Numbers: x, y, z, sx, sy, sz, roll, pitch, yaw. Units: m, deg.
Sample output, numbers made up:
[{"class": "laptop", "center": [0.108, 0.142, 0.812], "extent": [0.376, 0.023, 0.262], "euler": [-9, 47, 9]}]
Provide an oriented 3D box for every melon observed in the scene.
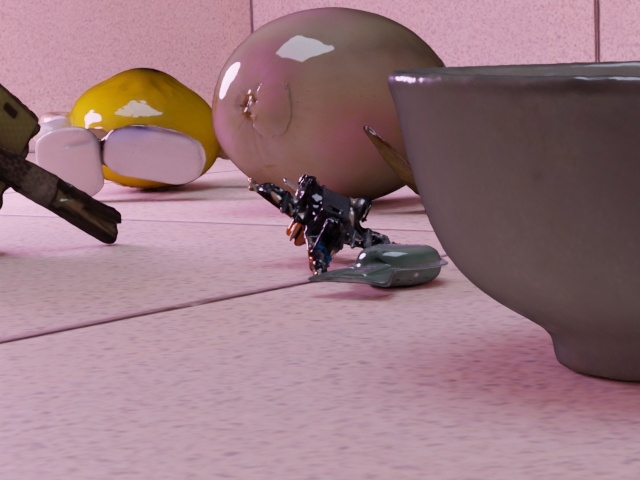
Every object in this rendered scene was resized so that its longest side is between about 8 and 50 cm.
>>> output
[{"class": "melon", "center": [0.019, -0.150, 1.800], "extent": [0.223, 0.223, 0.317], "euler": [3, 4, 38]}]

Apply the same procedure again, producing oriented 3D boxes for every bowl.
[{"class": "bowl", "center": [0.176, -0.013, 0.769], "extent": [0.289, 0.146, 0.289], "euler": [-1, 7, 0]}]

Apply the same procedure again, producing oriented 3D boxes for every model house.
[{"class": "model house", "center": [-0.330, -0.054, 1.431], "extent": [0.278, 0.205, 0.218], "euler": [30, -12, -33]}]

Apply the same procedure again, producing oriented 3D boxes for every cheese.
[{"class": "cheese", "center": [0.045, 0.018, 1.086], "extent": [0.067, 0.026, 0.120], "euler": [1, 7, 30]}]

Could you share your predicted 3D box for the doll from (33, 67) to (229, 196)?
[{"class": "doll", "center": [-0.221, -0.135, 2.136], "extent": [0.348, 0.161, 0.423], "euler": [17, 16, 30]}]

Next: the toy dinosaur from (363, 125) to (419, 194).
[{"class": "toy dinosaur", "center": [0.214, -0.092, 1.723], "extent": [0.327, 0.113, 0.206], "euler": [-3, 6, 4]}]

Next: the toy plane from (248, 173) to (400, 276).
[{"class": "toy plane", "center": [0.005, -0.010, 1.213], "extent": [0.135, 0.062, 0.188], "euler": [24, 7, -6]}]
